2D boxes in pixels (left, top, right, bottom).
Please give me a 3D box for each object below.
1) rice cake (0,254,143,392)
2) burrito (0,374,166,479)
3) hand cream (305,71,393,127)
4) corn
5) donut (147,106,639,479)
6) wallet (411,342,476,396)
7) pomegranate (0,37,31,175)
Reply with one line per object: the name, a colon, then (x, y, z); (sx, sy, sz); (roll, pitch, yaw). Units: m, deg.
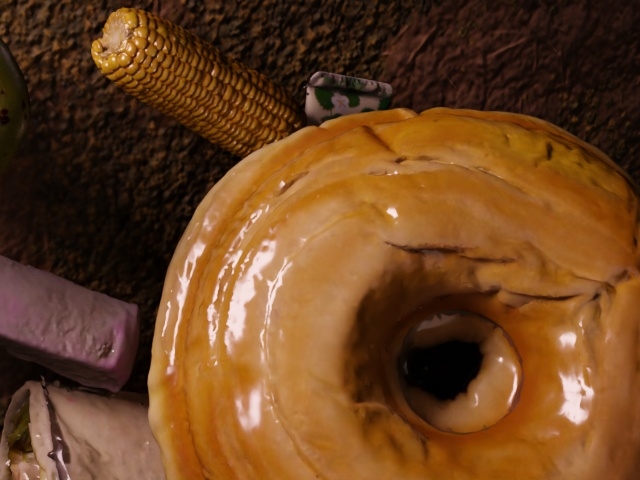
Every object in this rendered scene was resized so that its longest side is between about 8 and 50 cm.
rice cake: (-0.288, 0.027, 1.386); (0.399, 0.064, 0.070); (22, 65, -37)
burrito: (-0.098, 0.228, 1.553); (0.331, 0.190, 0.135); (10, 136, -34)
hand cream: (0.000, 0.000, 1.601); (0.095, 0.059, 0.276); (5, 99, -42)
corn: (-0.088, -0.116, 1.489); (0.207, 0.068, 0.068); (29, 88, -37)
donut: (0.090, 0.103, 1.462); (0.448, 0.198, 0.449); (1, 80, -7)
wallet: (0.169, 0.081, 1.607); (0.335, 0.068, 0.275); (14, 72, -8)
pomegranate: (-0.272, -0.086, 1.323); (0.159, 0.129, 0.129); (-25, 125, -65)
